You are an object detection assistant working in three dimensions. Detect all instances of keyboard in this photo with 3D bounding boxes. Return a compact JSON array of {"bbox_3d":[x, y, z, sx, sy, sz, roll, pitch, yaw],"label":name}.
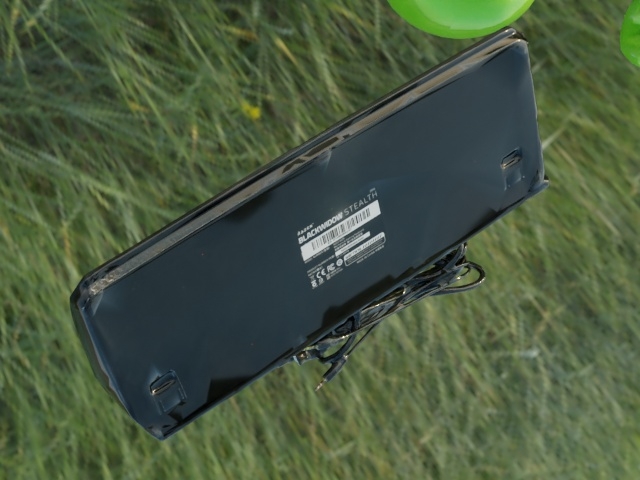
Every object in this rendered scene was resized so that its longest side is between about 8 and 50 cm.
[{"bbox_3d":[0.000,0.000,0.448,0.192,0.038,0.100,-31,129,-22],"label":"keyboard"}]

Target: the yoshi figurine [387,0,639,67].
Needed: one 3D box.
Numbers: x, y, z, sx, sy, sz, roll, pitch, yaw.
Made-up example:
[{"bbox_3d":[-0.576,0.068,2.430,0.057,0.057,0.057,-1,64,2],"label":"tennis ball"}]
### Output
[{"bbox_3d":[0.116,-0.170,0.701,0.203,0.362,0.203,-22,111,5],"label":"yoshi figurine"}]
